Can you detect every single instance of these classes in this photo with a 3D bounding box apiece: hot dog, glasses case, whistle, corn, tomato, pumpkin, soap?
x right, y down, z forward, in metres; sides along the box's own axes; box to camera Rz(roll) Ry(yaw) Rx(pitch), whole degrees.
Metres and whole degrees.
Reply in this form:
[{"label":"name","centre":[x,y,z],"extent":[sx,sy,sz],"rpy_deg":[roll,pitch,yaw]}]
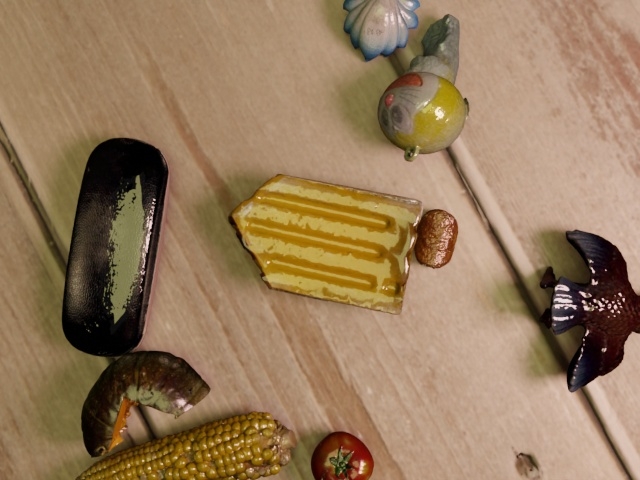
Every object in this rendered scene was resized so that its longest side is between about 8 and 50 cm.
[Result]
[{"label":"hot dog","centre":[0.163,-0.002,0.954],"extent":[0.058,0.035,0.083],"rpy_deg":[12,89,4]},{"label":"glasses case","centre":[-0.291,0.010,0.968],"extent":[0.122,0.075,0.314],"rpy_deg":[8,89,6]},{"label":"whistle","centre":[0.141,-0.212,0.924],"extent":[0.123,0.123,0.223],"rpy_deg":[13,76,5]},{"label":"corn","centre":[-0.190,0.312,0.946],"extent":[0.319,0.097,0.097],"rpy_deg":[-17,87,6]},{"label":"tomato","centre":[0.029,0.309,0.939],"extent":[0.087,0.075,0.087],"rpy_deg":[-2,74,8]},{"label":"pumpkin","centre":[-0.257,0.212,0.938],"extent":[0.183,0.119,0.108],"rpy_deg":[-30,98,-1]},{"label":"soap","centre":[0.000,0.000,0.944],"extent":[0.257,0.080,0.160],"rpy_deg":[12,88,5]}]

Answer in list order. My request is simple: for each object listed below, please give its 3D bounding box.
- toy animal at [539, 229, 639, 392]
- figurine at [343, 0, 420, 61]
[{"label":"toy animal","centre":[0.382,0.093,0.895],"extent":[0.179,0.116,0.218],"rpy_deg":[3,82,5]},{"label":"figurine","centre":[0.080,-0.303,0.957],"extent":[0.114,0.079,0.114],"rpy_deg":[2,126,2]}]
